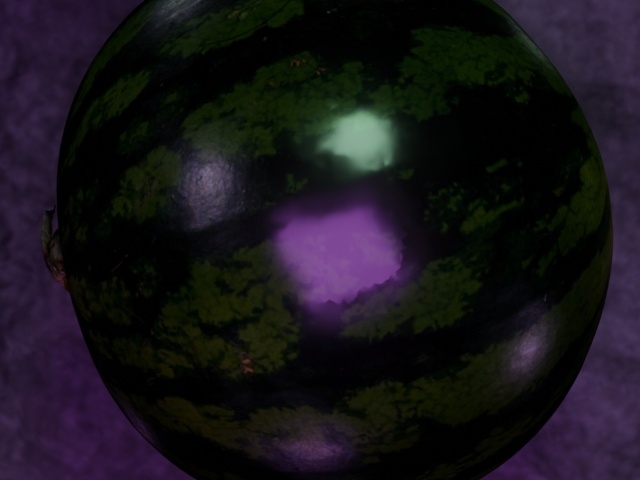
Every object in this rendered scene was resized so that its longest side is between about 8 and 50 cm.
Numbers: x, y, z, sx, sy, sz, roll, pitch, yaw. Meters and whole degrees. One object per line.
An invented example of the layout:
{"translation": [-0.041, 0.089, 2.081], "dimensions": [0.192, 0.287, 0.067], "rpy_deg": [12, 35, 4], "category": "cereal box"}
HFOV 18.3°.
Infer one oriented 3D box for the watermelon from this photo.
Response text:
{"translation": [0.005, -0.001, 0.901], "dimensions": [0.269, 0.269, 0.269], "rpy_deg": [0, 106, 1], "category": "watermelon"}
